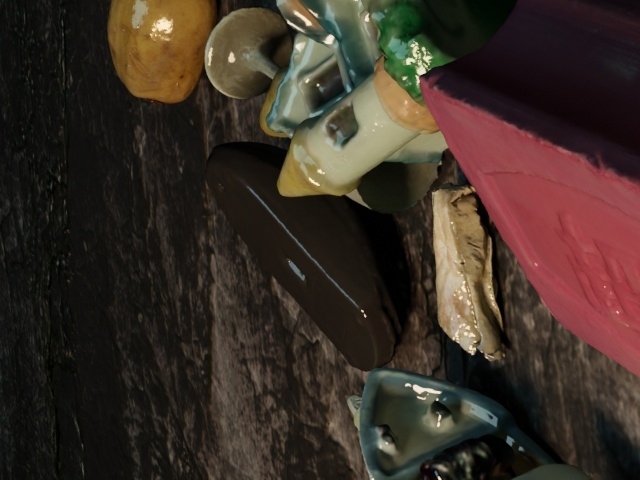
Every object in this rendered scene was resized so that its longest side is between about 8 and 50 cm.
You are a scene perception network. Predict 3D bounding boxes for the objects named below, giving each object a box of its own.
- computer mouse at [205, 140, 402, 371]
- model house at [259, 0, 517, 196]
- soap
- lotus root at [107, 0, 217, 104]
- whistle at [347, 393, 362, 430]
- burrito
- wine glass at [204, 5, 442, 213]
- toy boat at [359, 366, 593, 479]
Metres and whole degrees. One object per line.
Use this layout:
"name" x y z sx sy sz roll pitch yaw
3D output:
"computer mouse" 0.000 0.000 1.425 0.269 0.086 0.137 49 161 21
"model house" 0.015 -0.156 1.159 0.325 0.194 0.267 -35 66 46
"soap" 0.228 0.000 0.820 0.233 0.128 0.359 54 170 -32
"lotus root" -0.175 -0.250 1.686 0.118 0.125 0.221 -65 -12 -51
"whistle" 0.053 0.175 1.440 0.100 0.035 0.035 -135 44 -53
"burrito" 0.119 0.025 1.249 0.055 0.041 0.149 -8 91 51
"wine glass" -0.002 -0.198 1.357 0.309 0.096 0.264 43 139 52
"toy boat" 0.133 0.200 1.146 0.332 0.145 0.133 42 145 47
